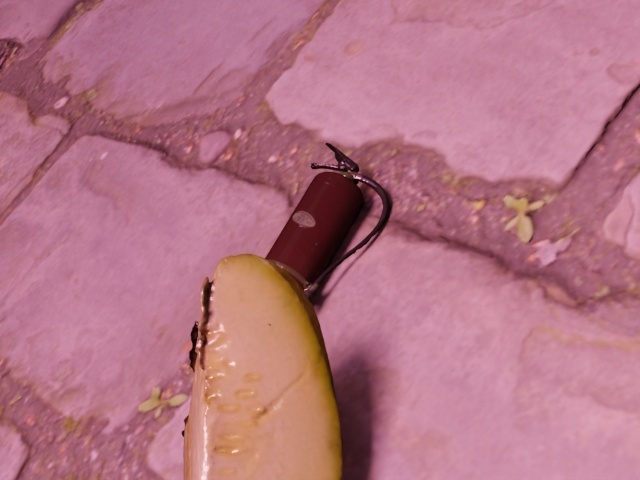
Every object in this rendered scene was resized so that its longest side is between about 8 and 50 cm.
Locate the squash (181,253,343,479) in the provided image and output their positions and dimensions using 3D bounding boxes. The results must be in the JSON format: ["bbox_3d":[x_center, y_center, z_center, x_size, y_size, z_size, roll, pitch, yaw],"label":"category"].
[{"bbox_3d":[-0.033,0.151,0.937,0.252,0.093,0.169,-97,14,-53],"label":"squash"}]

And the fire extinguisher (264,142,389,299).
[{"bbox_3d":[0.000,0.000,1.143,0.078,0.045,0.157,19,64,25],"label":"fire extinguisher"}]
